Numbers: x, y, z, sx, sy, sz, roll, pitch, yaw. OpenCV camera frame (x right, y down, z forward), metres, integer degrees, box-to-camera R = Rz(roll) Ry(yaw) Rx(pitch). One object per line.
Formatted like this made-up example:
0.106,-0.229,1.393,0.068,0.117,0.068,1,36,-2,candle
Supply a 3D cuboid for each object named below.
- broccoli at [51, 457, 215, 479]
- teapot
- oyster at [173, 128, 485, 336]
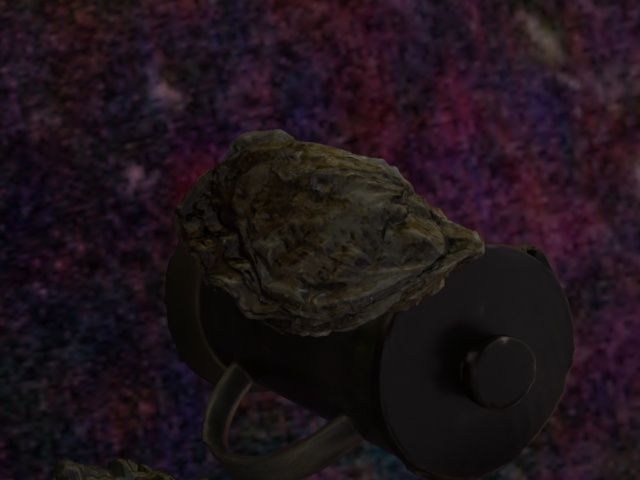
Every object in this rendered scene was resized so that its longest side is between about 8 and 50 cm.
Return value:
-0.069,0.224,0.673,0.243,0.247,0.263,-51,140,-8,broccoli
0.022,0.085,1.291,0.270,0.337,0.200,-45,121,-18,teapot
0.000,0.000,0.983,0.125,0.177,0.064,-59,165,-3,oyster
